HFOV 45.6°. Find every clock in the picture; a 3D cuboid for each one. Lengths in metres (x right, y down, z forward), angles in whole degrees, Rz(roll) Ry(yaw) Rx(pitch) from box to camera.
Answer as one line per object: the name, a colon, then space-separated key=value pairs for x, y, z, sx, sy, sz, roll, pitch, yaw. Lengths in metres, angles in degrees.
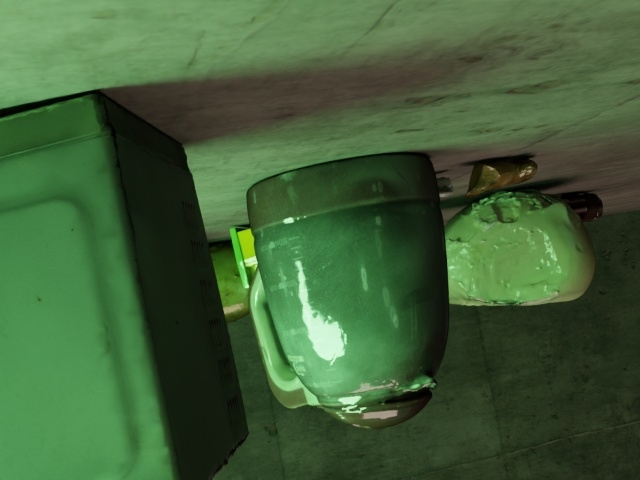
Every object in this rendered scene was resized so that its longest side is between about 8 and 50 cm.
clock: x=0.000 y=0.000 z=1.372 sx=0.256 sy=0.106 sz=0.220 roll=-15 pitch=176 yaw=13

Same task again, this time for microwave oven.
microwave oven: x=-0.260 y=0.079 z=0.554 sx=0.355 sy=0.286 sz=0.218 roll=-14 pitch=177 yaw=4

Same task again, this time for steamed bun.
steamed bun: x=0.387 y=0.016 z=1.590 sx=0.334 sy=0.232 sz=0.312 roll=-1 pitch=178 yaw=2

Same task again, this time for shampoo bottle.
shampoo bottle: x=0.558 y=-0.066 z=1.895 sx=0.323 sy=0.084 sz=0.129 roll=-9 pitch=166 yaw=-23

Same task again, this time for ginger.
ginger: x=0.250 y=-0.092 z=1.054 sx=0.137 sy=0.044 sz=0.057 roll=-14 pitch=149 yaw=-24

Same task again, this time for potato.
potato: x=-0.259 y=0.097 z=1.552 sx=0.308 sy=0.173 sz=0.210 roll=-6 pitch=177 yaw=-27

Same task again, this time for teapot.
teapot: x=0.017 y=0.077 z=0.954 sx=0.233 sy=0.311 sz=0.315 roll=-3 pitch=173 yaw=-43

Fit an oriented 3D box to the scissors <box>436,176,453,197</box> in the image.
scissors: x=0.074 y=-0.062 z=1.115 sx=0.242 sy=0.030 sz=0.118 roll=-7 pitch=178 yaw=25
